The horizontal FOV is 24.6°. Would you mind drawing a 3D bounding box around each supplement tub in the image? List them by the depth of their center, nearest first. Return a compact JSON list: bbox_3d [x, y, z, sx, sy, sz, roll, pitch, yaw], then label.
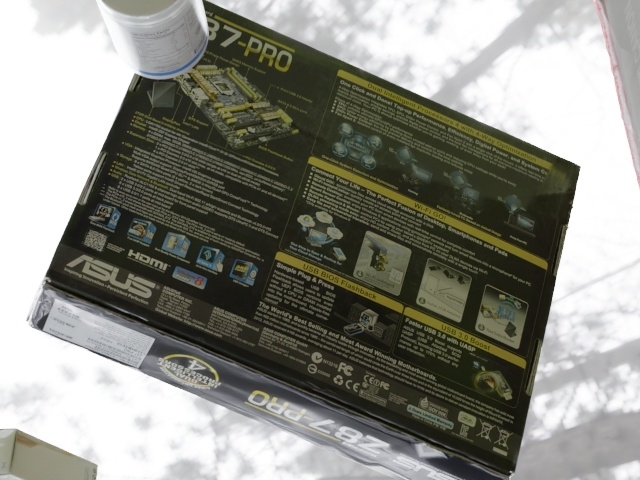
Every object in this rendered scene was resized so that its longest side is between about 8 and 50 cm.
[{"bbox_3d":[-0.117,-0.163,1.020,0.071,0.107,0.071,-1,-108,2],"label":"supplement tub"}]

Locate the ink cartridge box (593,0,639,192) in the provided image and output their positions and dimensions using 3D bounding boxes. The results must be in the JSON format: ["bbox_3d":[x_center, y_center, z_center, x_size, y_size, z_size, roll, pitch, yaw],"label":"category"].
[{"bbox_3d":[0.136,-0.125,0.574,0.066,0.296,0.261,13,-111,24],"label":"ink cartridge box"}]

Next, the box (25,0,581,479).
[{"bbox_3d":[0.000,0.000,1.211,0.395,0.097,0.318,22,-122,-8],"label":"box"}]

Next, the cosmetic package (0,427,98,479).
[{"bbox_3d":[-0.245,0.194,1.233,0.115,0.060,0.041,42,-133,-54],"label":"cosmetic package"}]
